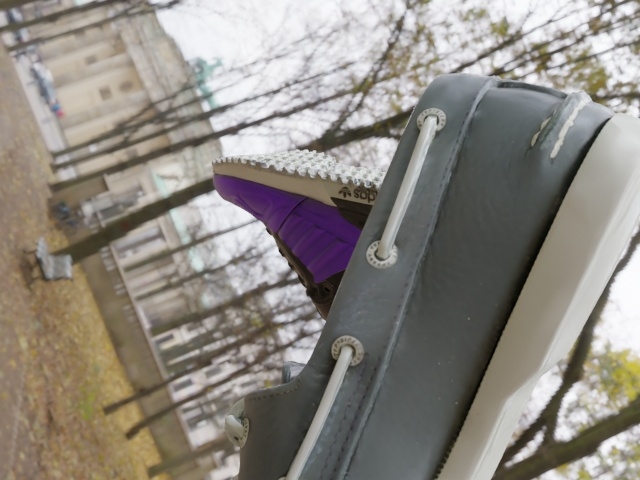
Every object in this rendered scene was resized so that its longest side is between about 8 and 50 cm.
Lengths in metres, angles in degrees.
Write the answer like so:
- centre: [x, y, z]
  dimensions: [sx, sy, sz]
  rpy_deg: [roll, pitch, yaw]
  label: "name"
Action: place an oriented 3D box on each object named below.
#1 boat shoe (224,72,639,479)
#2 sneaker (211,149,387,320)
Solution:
- centre: [0.018, 0.079, 0.361]
  dimensions: [0.099, 0.319, 0.116]
  rpy_deg: [31, 4, 22]
  label: "boat shoe"
- centre: [0.000, 0.000, 0.831]
  dimensions: [0.293, 0.102, 0.146]
  rpy_deg: [17, -71, 43]
  label: "sneaker"
